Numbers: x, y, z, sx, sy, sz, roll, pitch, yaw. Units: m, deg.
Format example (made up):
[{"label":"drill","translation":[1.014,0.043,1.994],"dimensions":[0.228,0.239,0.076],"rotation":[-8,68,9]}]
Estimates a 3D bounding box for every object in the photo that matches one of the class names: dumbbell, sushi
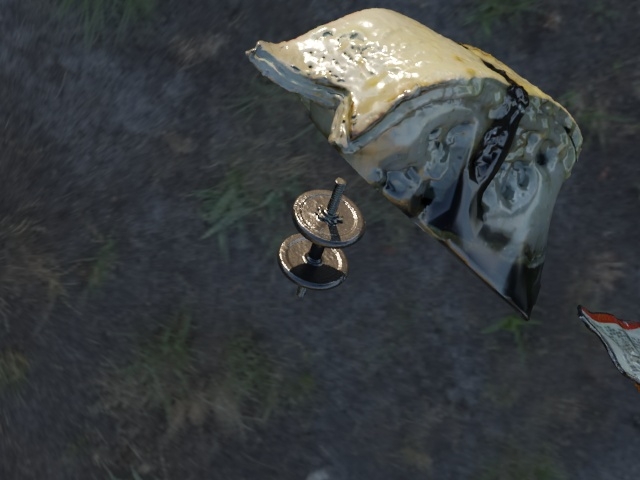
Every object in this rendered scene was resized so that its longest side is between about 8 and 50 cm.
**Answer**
[{"label":"dumbbell","translation":[0.000,0.000,1.217],"dimensions":[0.069,0.147,0.069],"rotation":[11,44,-11]},{"label":"sushi","translation":[0.070,-0.077,0.792],"dimensions":[0.109,0.134,0.273],"rotation":[-44,136,8]}]

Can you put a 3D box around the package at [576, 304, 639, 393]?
[{"label":"package","translation":[0.411,0.177,1.673],"dimensions":[0.166,0.232,0.040],"rotation":[19,120,-44]}]
